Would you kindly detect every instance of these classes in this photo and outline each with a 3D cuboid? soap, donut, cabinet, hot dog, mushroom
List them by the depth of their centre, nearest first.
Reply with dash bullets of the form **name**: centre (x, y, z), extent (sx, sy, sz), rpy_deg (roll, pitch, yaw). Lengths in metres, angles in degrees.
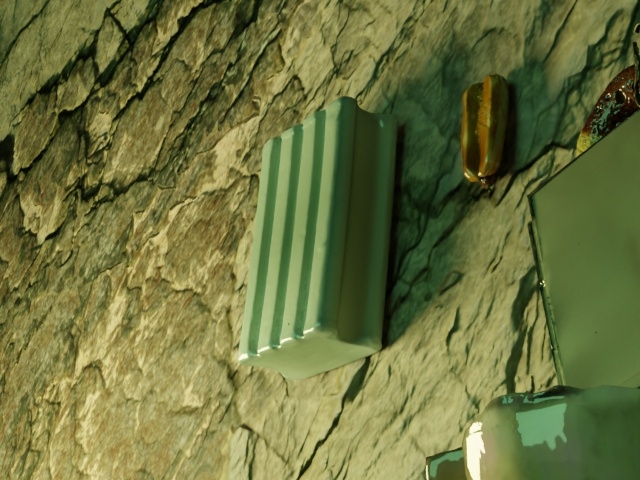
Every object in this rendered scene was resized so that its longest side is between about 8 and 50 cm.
- **mushroom**: centre (0.161, 0.181, 0.859), extent (0.236, 0.162, 0.173), rpy_deg (-19, 66, 41)
- **cabinet**: centre (0.257, 0.037, 1.030), extent (0.150, 0.145, 0.206), rpy_deg (-42, 39, 38)
- **donut**: centre (0.267, -0.083, 1.178), extent (0.140, 0.059, 0.140), rpy_deg (-31, 50, 46)
- **hot dog**: centre (0.161, -0.103, 1.382), extent (0.056, 0.041, 0.133), rpy_deg (-24, 46, 40)
- **soap**: centre (0.000, 0.000, 1.519), extent (0.160, 0.087, 0.265), rpy_deg (-26, 51, 49)

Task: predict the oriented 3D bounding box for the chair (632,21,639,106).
- **chair**: centre (0.342, -0.252, 1.055), extent (0.160, 0.170, 0.326), rpy_deg (-161, 74, -64)
